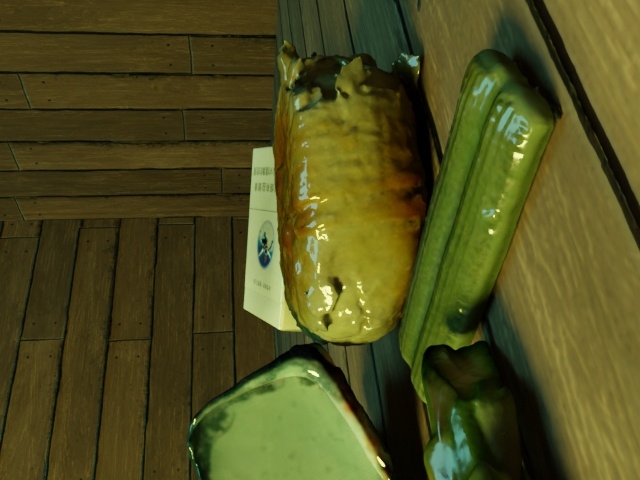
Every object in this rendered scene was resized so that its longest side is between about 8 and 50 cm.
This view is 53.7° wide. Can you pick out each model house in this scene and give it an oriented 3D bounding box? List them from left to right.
[{"bbox_3d":[-0.006,0.269,0.725,0.253,0.184,0.291,58,178,12],"label":"model house"}]

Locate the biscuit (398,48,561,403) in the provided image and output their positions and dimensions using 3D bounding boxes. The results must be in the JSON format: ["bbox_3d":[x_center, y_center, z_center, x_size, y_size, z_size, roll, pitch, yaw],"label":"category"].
[{"bbox_3d":[0.102,0.013,0.492,0.322,0.038,0.099,97,166,-45],"label":"biscuit"}]

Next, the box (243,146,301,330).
[{"bbox_3d":[-0.050,-0.009,0.936,0.164,0.069,0.257,-167,80,-64],"label":"box"}]

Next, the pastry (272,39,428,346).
[{"bbox_3d":[0.020,-0.042,0.701,0.329,0.136,0.330,177,90,-82],"label":"pastry"}]

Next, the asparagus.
[{"bbox_3d":[0.106,0.174,0.366,0.080,0.080,0.287,99,166,-53],"label":"asparagus"}]
